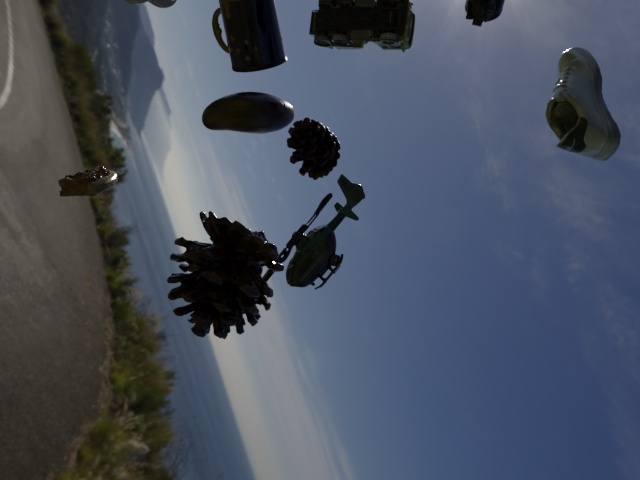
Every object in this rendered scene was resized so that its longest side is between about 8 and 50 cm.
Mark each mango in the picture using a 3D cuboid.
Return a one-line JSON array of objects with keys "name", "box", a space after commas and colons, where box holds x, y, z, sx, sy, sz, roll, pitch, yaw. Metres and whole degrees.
[{"name": "mango", "box": [-0.188, -0.342, 1.553, 0.133, 0.267, 0.111, 54, -37, 41]}]

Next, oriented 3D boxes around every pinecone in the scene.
[{"name": "pinecone", "box": [-0.014, -0.171, 1.039, 0.102, 0.102, 0.109, 58, -9, 47]}, {"name": "pinecone", "box": [-0.152, 0.054, 0.878, 0.179, 0.150, 0.195, 21, -77, 43]}]

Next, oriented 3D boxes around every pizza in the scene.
[{"name": "pizza", "box": [-0.537, -0.135, 1.327, 0.175, 0.134, 0.046, -144, -139, -65]}]

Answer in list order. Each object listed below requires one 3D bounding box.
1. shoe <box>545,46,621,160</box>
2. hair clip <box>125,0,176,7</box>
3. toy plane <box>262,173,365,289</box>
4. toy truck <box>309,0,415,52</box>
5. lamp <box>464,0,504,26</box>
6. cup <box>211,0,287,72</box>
[{"name": "shoe", "box": [0.647, -0.369, 1.509, 0.132, 0.160, 0.363, 117, -25, -56]}, {"name": "hair clip", "box": [-0.327, -0.512, 1.017, 0.071, 0.159, 0.218, 38, -4, 45]}, {"name": "toy plane", "box": [0.000, 0.000, 1.614, 0.155, 0.382, 0.106, 41, 0, -19]}, {"name": "toy truck", "box": [0.114, -0.557, 1.508, 0.157, 0.272, 0.124, -2, 99, -65]}, {"name": "lamp", "box": [0.422, -0.639, 1.445, 0.227, 0.147, 0.172, 84, 24, -62]}, {"name": "cup", "box": [-0.250, -0.661, 1.763, 0.178, 0.254, 0.256, -65, 150, -55]}]
